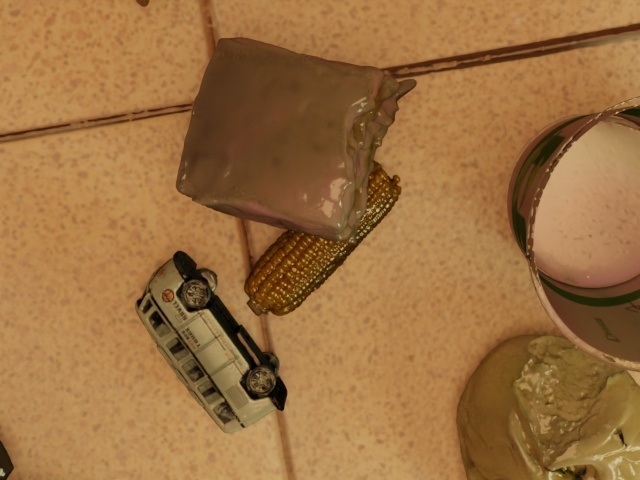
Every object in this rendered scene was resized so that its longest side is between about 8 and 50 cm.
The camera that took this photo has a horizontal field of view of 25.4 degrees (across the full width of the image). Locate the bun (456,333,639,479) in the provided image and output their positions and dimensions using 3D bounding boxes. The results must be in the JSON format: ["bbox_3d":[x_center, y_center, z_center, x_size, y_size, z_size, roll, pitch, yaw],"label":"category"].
[{"bbox_3d":[0.250,0.211,1.479,0.210,0.116,0.237,-23,98,0],"label":"bun"}]

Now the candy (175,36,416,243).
[{"bbox_3d":[-0.030,-0.102,1.388,0.195,0.137,0.184,15,84,16],"label":"candy"}]

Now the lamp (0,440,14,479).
[{"bbox_3d":[-0.423,0.175,1.458,0.250,0.101,0.101,39,94,-8],"label":"lamp"}]

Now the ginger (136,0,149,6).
[{"bbox_3d":[-0.084,-0.339,1.400,0.219,0.123,0.270,33,114,-21],"label":"ginger"}]

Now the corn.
[{"bbox_3d":[0.000,0.000,1.467,0.068,0.068,0.207,44,95,-7],"label":"corn"}]

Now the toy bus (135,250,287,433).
[{"bbox_3d":[-0.116,0.107,1.469,0.089,0.087,0.194,-35,96,6],"label":"toy bus"}]

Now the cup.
[{"bbox_3d":[0.300,-0.024,1.374,0.253,0.274,0.253,0,99,-3],"label":"cup"}]
